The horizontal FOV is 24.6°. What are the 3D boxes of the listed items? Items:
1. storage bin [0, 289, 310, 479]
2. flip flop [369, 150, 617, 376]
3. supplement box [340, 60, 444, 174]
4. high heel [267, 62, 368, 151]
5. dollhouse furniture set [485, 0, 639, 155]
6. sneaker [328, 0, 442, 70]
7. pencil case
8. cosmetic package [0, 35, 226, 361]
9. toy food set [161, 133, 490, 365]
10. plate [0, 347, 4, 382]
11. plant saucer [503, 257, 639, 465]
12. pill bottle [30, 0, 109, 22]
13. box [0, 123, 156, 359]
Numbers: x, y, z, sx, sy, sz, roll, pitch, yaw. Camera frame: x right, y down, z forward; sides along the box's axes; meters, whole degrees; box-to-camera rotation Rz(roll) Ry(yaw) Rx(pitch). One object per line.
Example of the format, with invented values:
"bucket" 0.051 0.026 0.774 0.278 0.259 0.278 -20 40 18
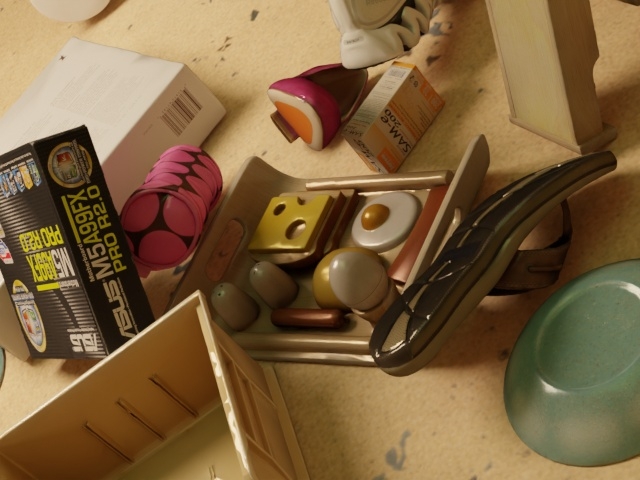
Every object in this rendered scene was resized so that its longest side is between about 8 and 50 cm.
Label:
"storage bin" -0.151 0.228 1.280 0.262 0.123 0.260 -35 37 10
"flip flop" 0.153 0.023 1.228 0.277 0.080 0.112 -47 12 -23
"supplement box" 0.073 -0.122 1.469 0.036 0.062 0.098 19 69 49
"high heel" 0.014 -0.149 1.472 0.117 0.082 0.244 -39 -1 -4
"dollhouse furniture set" 0.283 -0.212 1.338 0.242 0.161 0.212 -29 33 -18
"sneaker" 0.090 -0.300 1.554 0.110 0.118 0.292 -12 29 36
"pencil case" -0.156 -0.034 1.522 0.209 0.095 0.098 -71 -2 -74
"cosmetic package" -0.323 -0.064 1.751 0.284 0.097 0.377 22 70 49
"toy food set" 0.000 0.000 1.390 0.306 0.092 0.220 -1 54 42
"plate" -0.441 0.180 1.682 0.188 0.024 0.188 -24 40 22
"plant saucer" 0.221 0.083 1.149 0.195 0.037 0.195 -26 39 23
"pill bottle" -0.373 -0.427 2.112 0.153 0.153 0.265 -36 37 10
"box" -0.264 0.010 1.469 0.060 0.216 0.270 -21 6 -26
